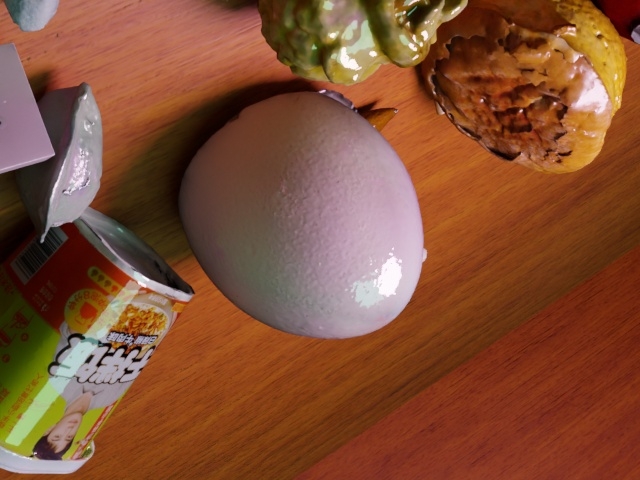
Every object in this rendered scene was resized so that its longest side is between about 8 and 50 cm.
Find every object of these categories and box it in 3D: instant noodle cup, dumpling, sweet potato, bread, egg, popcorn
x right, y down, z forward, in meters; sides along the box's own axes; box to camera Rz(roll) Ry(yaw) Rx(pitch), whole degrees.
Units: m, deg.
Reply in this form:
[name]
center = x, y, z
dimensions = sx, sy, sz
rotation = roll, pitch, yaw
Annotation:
[instant noodle cup]
center = -0.362, 0.125, 1.189
dimensions = 0.308, 0.294, 0.294
rotation = -50, 152, 3
[dumpling]
center = -0.314, -0.085, 1.033
dimensions = 0.105, 0.149, 0.216
rotation = -6, 134, -42
[sweet potato]
center = 0.019, -0.168, 1.446
dimensions = 0.265, 0.057, 0.057
rotation = -27, 151, -11
[bread]
center = 0.348, -0.285, 1.434
dimensions = 0.204, 0.337, 0.358
rotation = -58, 160, -20
[egg]
center = 0.000, 0.000, 1.280
dimensions = 0.355, 0.339, 0.354
rotation = -24, 147, -17
[popcorn]
center = 0.039, -0.317, 1.053
dimensions = 0.259, 0.259, 0.212
rotation = -38, 126, -5

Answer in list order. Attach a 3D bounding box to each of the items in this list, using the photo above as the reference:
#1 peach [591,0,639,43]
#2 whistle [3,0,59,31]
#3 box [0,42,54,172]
[peach]
center = 0.578, -0.457, 1.319
dimensions = 0.335, 0.406, 0.309
rotation = 16, 90, -44
[whistle]
center = -0.258, -0.348, 0.811
dimensions = 0.062, 0.062, 0.312
rotation = -13, 143, -42
[box]
center = -0.377, -0.133, 0.908
dimensions = 0.129, 0.130, 0.051
rotation = -23, -172, -31
